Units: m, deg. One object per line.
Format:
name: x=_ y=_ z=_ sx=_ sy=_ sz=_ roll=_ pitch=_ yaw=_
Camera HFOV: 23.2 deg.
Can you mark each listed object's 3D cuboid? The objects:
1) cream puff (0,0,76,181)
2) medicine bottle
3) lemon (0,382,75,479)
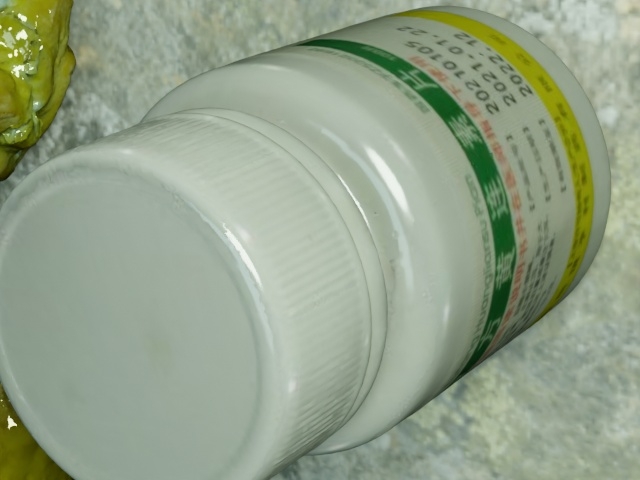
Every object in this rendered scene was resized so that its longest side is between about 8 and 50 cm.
cream puff: x=-0.287 y=-0.112 z=1.086 sx=0.221 sy=0.194 sz=0.195 roll=11 pitch=111 yaw=33
medicine bottle: x=0.000 y=0.000 z=0.831 sx=0.208 sy=0.339 sz=0.208 roll=11 pitch=111 yaw=29
lemon: x=-0.304 y=0.156 z=1.139 sx=0.320 sy=0.245 sz=0.245 roll=-27 pitch=89 yaw=29
